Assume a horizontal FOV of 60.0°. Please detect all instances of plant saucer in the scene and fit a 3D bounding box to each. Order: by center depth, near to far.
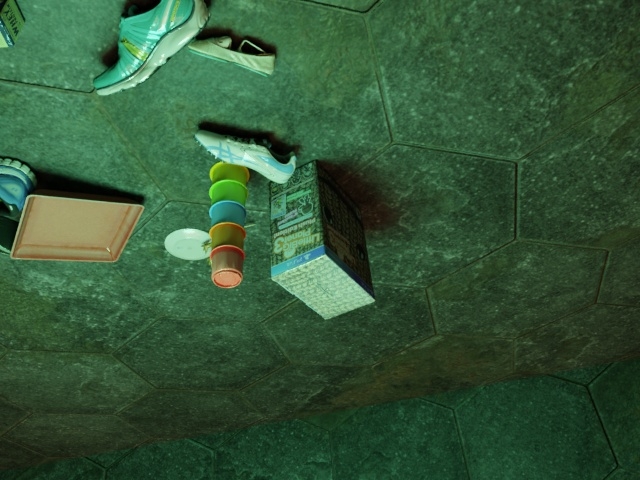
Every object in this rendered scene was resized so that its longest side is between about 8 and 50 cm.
[{"bbox_3d":[-0.602,-0.037,1.367,0.259,0.047,0.258,3,144,-37],"label":"plant saucer"}]

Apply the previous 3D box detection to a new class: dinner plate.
[{"bbox_3d":[-0.358,0.017,1.531,0.141,0.017,0.141,-2,141,-2],"label":"dinner plate"}]

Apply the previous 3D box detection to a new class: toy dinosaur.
[{"bbox_3d":[-0.262,0.015,1.520,0.112,0.064,0.211,-22,155,-35],"label":"toy dinosaur"}]

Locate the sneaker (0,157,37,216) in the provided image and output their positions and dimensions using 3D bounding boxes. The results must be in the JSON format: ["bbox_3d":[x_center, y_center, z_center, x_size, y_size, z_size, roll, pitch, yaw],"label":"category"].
[{"bbox_3d":[-0.813,-0.106,1.211,0.331,0.147,0.129,0,141,-6],"label":"sneaker"}]

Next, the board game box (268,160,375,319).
[{"bbox_3d":[0.000,0.000,1.333,0.141,0.290,0.232,-24,139,22],"label":"board game box"}]

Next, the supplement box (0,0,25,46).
[{"bbox_3d":[-0.568,-0.376,0.948,0.083,0.083,0.056,-4,142,-1],"label":"supplement box"}]

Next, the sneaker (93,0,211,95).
[{"bbox_3d":[-0.321,-0.365,1.007,0.275,0.107,0.110,-32,116,23],"label":"sneaker"}]

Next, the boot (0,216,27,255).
[{"bbox_3d":[-0.864,0.004,1.402,0.179,0.085,0.236,-30,136,34],"label":"boot"}]

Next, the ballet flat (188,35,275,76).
[{"bbox_3d":[-0.166,-0.362,1.056,0.168,0.057,0.052,11,112,-25],"label":"ballet flat"}]

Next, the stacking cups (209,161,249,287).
[{"bbox_3d":[-0.204,-0.035,1.242,0.096,0.316,0.096,-4,144,-3],"label":"stacking cups"}]

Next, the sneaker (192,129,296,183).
[{"bbox_3d":[-0.165,-0.202,1.236,0.237,0.085,0.086,18,110,-23],"label":"sneaker"}]
